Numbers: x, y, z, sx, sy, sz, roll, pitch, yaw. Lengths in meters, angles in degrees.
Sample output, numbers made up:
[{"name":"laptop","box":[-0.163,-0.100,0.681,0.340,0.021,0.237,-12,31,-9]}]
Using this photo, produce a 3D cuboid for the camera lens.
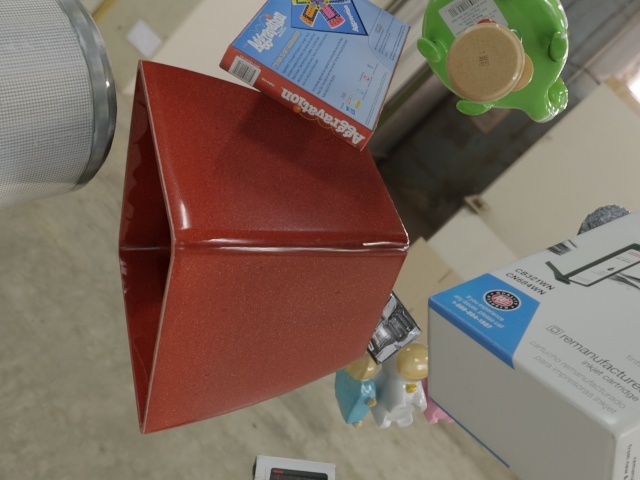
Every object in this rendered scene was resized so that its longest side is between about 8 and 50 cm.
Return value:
[{"name":"camera lens","box":[-0.342,-0.127,0.757,0.274,0.219,0.219,-21,65,-44]}]

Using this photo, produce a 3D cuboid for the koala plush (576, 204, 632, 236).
[{"name":"koala plush","box":[0.372,0.111,1.031,0.221,0.196,0.203,54,6,37]}]

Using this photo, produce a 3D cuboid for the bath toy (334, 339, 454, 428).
[{"name":"bath toy","box":[0.187,0.223,1.399,0.348,0.151,0.129,7,44,-31]}]

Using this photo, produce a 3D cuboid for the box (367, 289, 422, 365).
[{"name":"box","box":[0.000,0.000,1.155,0.307,0.077,0.242,54,-1,-12]}]

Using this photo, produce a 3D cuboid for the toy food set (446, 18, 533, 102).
[{"name":"toy food set","box":[0.168,-0.182,0.855,0.020,0.083,0.082,-7,74,-65]}]

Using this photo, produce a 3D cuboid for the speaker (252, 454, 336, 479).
[{"name":"speaker","box":[-0.046,0.393,1.408,0.136,0.055,0.055,9,23,-7]}]

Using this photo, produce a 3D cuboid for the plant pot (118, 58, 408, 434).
[{"name":"plant pot","box":[-0.066,0.005,0.854,0.236,0.267,0.267,0,44,-21]}]

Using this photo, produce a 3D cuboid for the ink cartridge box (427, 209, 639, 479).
[{"name":"ink cartridge box","box":[0.187,0.063,0.499,0.148,0.203,0.085,36,-40,50]}]

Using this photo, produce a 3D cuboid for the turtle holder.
[{"name":"turtle holder","box":[0.335,-0.361,1.480,0.320,0.243,0.227,25,38,-4]}]

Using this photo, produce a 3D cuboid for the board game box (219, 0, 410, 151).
[{"name":"board game box","box":[0.007,-0.194,0.834,0.145,0.027,0.281,31,34,-7]}]
